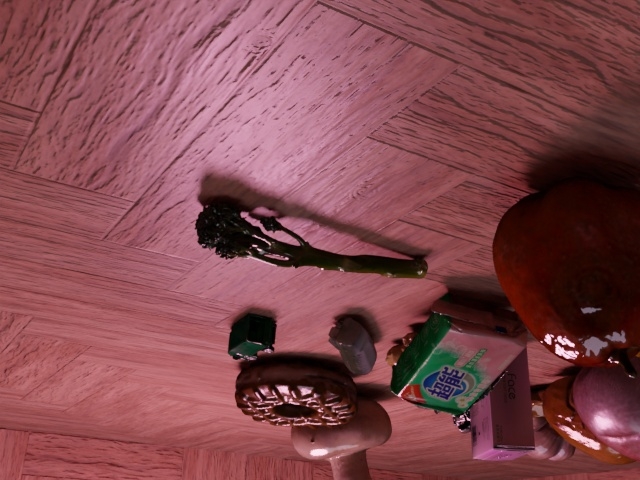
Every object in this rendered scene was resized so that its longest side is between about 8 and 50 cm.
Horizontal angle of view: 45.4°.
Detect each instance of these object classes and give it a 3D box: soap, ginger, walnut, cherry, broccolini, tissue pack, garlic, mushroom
[{"bbox_3d":[0.254,0.216,1.454,0.218,0.098,0.273,17,136,-9],"label":"soap"},{"bbox_3d":[0.207,0.227,1.626,0.133,0.059,0.214,14,155,-43],"label":"ginger"},{"bbox_3d":[0.654,0.415,1.829,0.298,0.203,0.203,14,168,38],"label":"walnut"},{"bbox_3d":[0.667,0.339,1.600,0.221,0.307,0.261,-38,166,-23],"label":"cherry"},{"bbox_3d":[0.002,0.003,1.138,0.392,0.079,0.074,7,147,-29],"label":"broccolini"},{"bbox_3d":[0.371,0.322,1.588,0.092,0.246,0.148,4,157,-5],"label":"tissue pack"},{"bbox_3d":[0.647,0.565,2.252,0.214,0.160,0.191,8,151,-21],"label":"garlic"},{"bbox_3d":[0.066,0.590,2.175,0.292,0.290,0.292,-10,171,-1],"label":"mushroom"}]

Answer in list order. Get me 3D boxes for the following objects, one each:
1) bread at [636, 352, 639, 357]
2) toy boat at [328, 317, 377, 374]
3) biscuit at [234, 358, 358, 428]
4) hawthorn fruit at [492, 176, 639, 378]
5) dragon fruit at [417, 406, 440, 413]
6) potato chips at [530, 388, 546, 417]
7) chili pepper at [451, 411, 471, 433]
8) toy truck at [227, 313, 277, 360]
[{"bbox_3d":[0.571,0.066,1.221,0.233,0.245,0.362,3,-173,-6],"label":"bread"},{"bbox_3d":[0.070,0.228,1.620,0.085,0.078,0.260,20,161,20],"label":"toy boat"},{"bbox_3d":[-0.060,0.396,1.952,0.332,0.103,0.332,4,149,2],"label":"biscuit"},{"bbox_3d":[0.331,0.052,0.945,0.224,0.261,0.224,-4,153,-2],"label":"hawthorn fruit"},{"bbox_3d":[0.289,0.387,1.988,0.126,0.068,0.112,29,131,-24],"label":"dragon fruit"},{"bbox_3d":[0.598,0.442,2.088,0.195,0.062,0.208,-7,155,8],"label":"potato chips"},{"bbox_3d":[0.423,0.423,1.973,0.148,0.116,0.264,-30,147,26],"label":"chili pepper"},{"bbox_3d":[-0.144,0.207,1.596,0.079,0.065,0.147,15,154,-21],"label":"toy truck"}]
